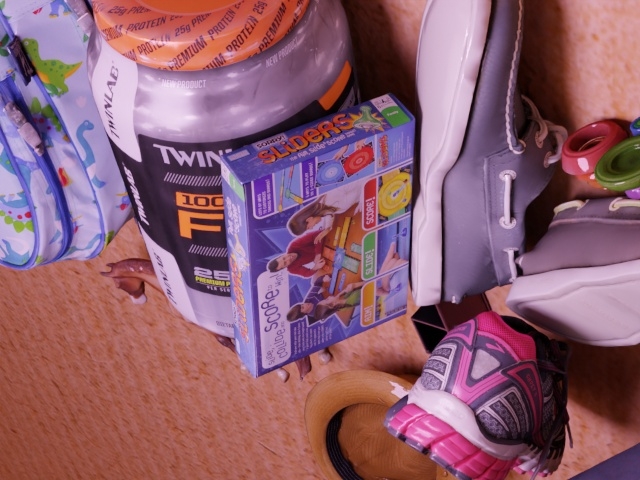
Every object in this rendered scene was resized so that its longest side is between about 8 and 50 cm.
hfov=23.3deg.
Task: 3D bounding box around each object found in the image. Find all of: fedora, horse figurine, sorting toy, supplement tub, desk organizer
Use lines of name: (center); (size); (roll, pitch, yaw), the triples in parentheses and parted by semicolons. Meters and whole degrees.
fedora: (0.076, 0.187, 1.496); (0.194, 0.079, 0.194); (21, 129, 28)
horse figurine: (-0.096, 0.076, 1.607); (0.263, 0.066, 0.174); (5, 141, 54)
sorting toy: (0.201, -0.048, 1.014); (0.042, 0.061, 0.102); (56, 174, -26)
supplement tub: (-0.062, -0.086, 1.173); (0.194, 0.193, 0.316); (27, 150, 30)
desk organizer: (0.098, 0.039, 1.295); (0.047, 0.050, 0.130); (16, 143, 43)

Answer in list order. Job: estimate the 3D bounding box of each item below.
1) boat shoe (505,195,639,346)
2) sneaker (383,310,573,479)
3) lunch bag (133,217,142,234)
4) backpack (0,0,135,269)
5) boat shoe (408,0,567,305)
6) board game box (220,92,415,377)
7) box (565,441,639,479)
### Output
boat shoe: (0.236, 0.010, 1.003); (0.109, 0.091, 0.305); (31, 162, -24)
sneaker: (0.147, 0.113, 1.182); (0.121, 0.112, 0.299); (33, -172, 13)
lunch bag: (-0.138, -0.036, 1.493); (0.098, 0.067, 0.065); (14, 142, 43)
backpack: (-0.264, -0.149, 1.336); (0.290, 0.273, 0.355); (13, 151, 40)
boat shoe: (0.119, -0.071, 1.091); (0.099, 0.116, 0.319); (-2, 140, -5)
board game box: (0.000, 0.000, 1.122); (0.035, 0.136, 0.201); (51, 154, 38)
box: (0.270, 0.427, 1.093); (0.471, 0.480, 0.297); (54, -165, -23)
